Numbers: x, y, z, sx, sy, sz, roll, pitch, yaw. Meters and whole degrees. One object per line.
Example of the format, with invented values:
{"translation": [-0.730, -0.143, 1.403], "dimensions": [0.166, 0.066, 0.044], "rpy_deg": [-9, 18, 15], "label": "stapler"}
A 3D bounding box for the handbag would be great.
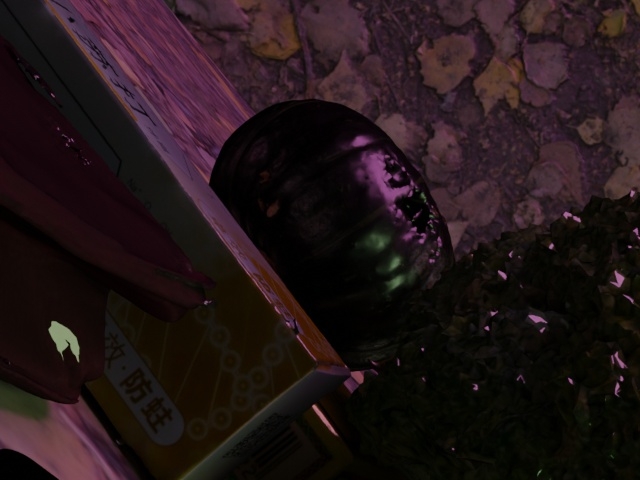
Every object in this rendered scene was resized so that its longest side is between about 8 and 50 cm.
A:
{"translation": [-0.145, -0.054, 0.541], "dimensions": [0.216, 0.074, 0.203], "rpy_deg": [51, 4, 22], "label": "handbag"}

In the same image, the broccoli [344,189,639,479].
{"translation": [0.177, 0.135, 0.699], "dimensions": [0.413, 0.309, 0.321], "rpy_deg": [-98, 178, -81], "label": "broccoli"}

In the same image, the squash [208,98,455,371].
{"translation": [0.005, -0.002, 1.164], "dimensions": [0.193, 0.156, 0.193], "rpy_deg": [35, -11, 8], "label": "squash"}

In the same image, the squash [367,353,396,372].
{"translation": [0.077, 0.109, 0.913], "dimensions": [0.252, 0.093, 0.169], "rpy_deg": [66, -8, -30], "label": "squash"}

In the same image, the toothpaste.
{"translation": [-0.114, -0.045, 0.687], "dimensions": [0.313, 0.089, 0.071], "rpy_deg": [52, 10, 14], "label": "toothpaste"}

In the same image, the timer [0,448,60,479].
{"translation": [-0.017, 0.137, 0.369], "dimensions": [0.144, 0.055, 0.187], "rpy_deg": [48, 5, -41], "label": "timer"}

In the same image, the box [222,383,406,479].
{"translation": [-0.055, 0.036, 0.779], "dimensions": [0.220, 0.064, 0.141], "rpy_deg": [54, 5, 17], "label": "box"}
